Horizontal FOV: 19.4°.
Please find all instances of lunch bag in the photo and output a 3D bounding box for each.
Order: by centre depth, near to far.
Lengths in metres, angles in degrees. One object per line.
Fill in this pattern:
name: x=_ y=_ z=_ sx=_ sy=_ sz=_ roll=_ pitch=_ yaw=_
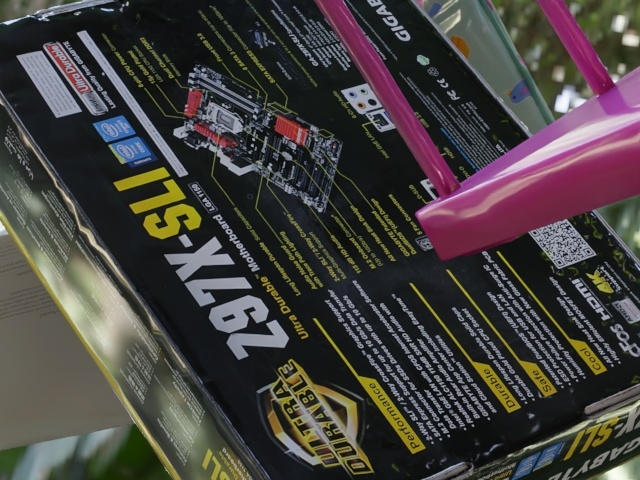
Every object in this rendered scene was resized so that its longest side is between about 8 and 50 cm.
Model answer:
lunch bag: x=0.082 y=-0.139 z=1.537 sx=0.279 sy=0.108 sz=0.224 roll=57 pitch=-8 yaw=-30

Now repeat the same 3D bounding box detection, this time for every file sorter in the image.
file sorter: x=0.139 y=-0.155 z=0.551 sx=0.182 sy=0.291 sz=0.202 roll=58 pitch=-21 yaw=-3

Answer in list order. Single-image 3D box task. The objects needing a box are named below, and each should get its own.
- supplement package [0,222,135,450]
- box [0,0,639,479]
supplement package: x=-0.212 y=0.026 z=1.370 sx=0.194 sy=0.149 sz=0.203 roll=-14 pitch=-48 yaw=30
box: x=0.000 y=0.000 z=0.925 sx=0.322 sy=0.257 sz=0.079 roll=52 pitch=-37 yaw=25
